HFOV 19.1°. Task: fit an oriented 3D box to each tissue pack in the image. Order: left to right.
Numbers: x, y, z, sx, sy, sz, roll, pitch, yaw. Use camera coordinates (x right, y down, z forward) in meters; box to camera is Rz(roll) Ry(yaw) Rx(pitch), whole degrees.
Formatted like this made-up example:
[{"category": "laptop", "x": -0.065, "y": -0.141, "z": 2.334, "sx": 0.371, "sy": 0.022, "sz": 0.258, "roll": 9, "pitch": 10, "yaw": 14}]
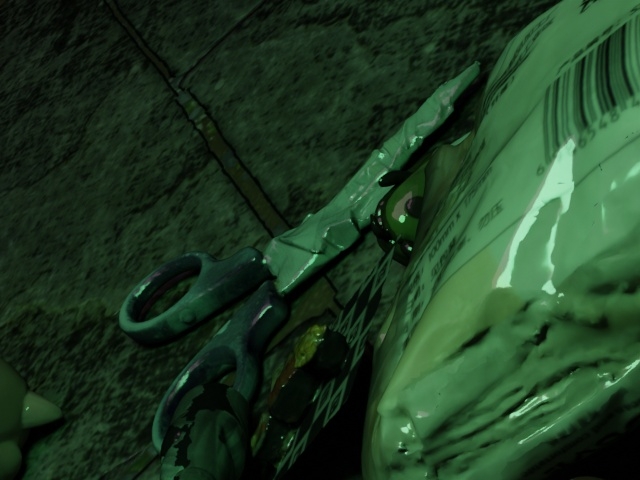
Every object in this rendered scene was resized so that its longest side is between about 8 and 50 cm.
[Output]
[{"category": "tissue pack", "x": 0.177, "y": -0.029, "z": 1.125, "sx": 0.375, "sy": 0.195, "sz": 0.390, "roll": -34, "pitch": 21, "yaw": 27}]

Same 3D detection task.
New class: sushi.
[{"category": "sushi", "x": -0.010, "y": 0.087, "z": 1.294, "sx": 0.201, "sy": 0.031, "sz": 0.139, "roll": -55, "pitch": 12, "yaw": 51}]

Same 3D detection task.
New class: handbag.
[{"category": "handbag", "x": 0.081, "y": -0.031, "z": 1.390, "sx": 0.111, "sy": 0.072, "sz": 0.047, "roll": -50, "pitch": -14, "yaw": -20}]

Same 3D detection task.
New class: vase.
[{"category": "vase", "x": -0.081, "y": 0.149, "z": 1.295, "sx": 0.060, "sy": 0.060, "sz": 0.211, "roll": -41, "pitch": 6, "yaw": 7}]

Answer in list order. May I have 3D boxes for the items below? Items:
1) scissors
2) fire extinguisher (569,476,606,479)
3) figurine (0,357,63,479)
[{"category": "scissors", "x": 0.000, "y": 0.000, "z": 1.489, "sx": 0.383, "sy": 0.029, "sz": 0.256, "roll": -38, "pitch": 31, "yaw": 9}, {"category": "fire extinguisher", "x": 0.116, "y": 0.211, "z": 1.019, "sx": 0.337, "sy": 0.106, "sz": 0.147, "roll": -44, "pitch": 5, "yaw": -1}, {"category": "figurine", "x": -0.300, "y": 0.151, "z": 1.594, "sx": 0.138, "sy": 0.125, "sz": 0.125, "roll": 14, "pitch": 62, "yaw": 43}]
